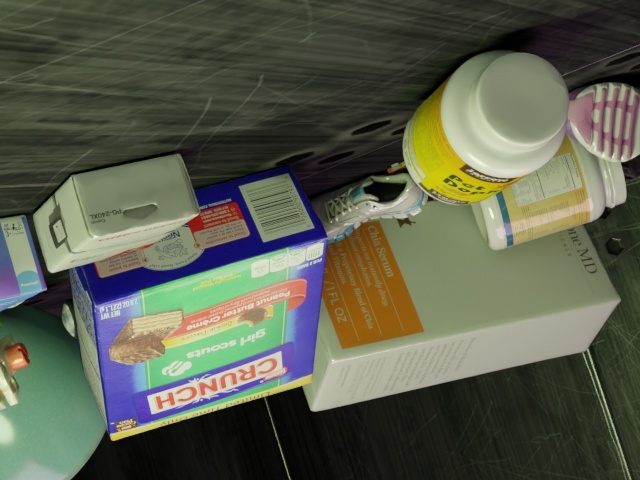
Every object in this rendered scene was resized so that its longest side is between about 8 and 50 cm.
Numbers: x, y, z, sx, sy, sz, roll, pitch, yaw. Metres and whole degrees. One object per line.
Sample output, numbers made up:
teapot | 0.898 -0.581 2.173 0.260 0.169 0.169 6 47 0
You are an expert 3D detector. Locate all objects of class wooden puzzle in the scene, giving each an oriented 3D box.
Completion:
wooden puzzle | 0.122 -0.103 1.811 0.083 0.006 0.049 -13 173 -40

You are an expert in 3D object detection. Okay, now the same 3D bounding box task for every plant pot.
plant pot | -0.451 0.194 1.828 0.290 0.290 0.195 -19 138 16

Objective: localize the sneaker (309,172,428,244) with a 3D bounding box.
sneaker | 0.045 -0.053 1.827 0.190 0.071 0.083 -20 162 8

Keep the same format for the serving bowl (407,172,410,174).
serving bowl | 0.125 -0.080 1.941 0.083 0.027 0.083 -17 175 -2

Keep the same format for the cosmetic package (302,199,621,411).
cosmetic package | 0.174 0.074 1.989 0.453 0.230 0.161 -11 150 -19

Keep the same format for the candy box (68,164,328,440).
candy box | -0.143 0.081 1.578 0.268 0.122 0.317 -16 149 -15

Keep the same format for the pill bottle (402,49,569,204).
pill bottle | 0.155 -0.106 1.269 0.117 0.117 0.215 -16 175 -12

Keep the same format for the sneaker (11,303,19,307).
sneaker | -0.408 0.071 1.746 0.083 0.032 0.037 -15 174 -33

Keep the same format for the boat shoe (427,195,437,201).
boat shoe | 0.201 -0.070 2.278 0.100 0.035 0.035 -13 -179 34

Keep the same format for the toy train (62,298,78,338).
toy train | -0.169 0.047 1.770 0.334 0.142 0.190 -16 165 -22

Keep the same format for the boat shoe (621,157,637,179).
boat shoe | 0.391 -0.112 2.124 0.285 0.092 0.103 -14 174 -35

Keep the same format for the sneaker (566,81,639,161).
sneaker | 0.368 -0.153 1.694 0.236 0.095 0.104 -1 -163 -41

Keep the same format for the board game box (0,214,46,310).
board game box | -0.465 0.068 1.258 0.347 0.078 0.233 -12 173 -46

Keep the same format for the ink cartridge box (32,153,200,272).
ink cartridge box | -0.192 -0.025 1.268 0.109 0.063 0.150 -14 174 -28

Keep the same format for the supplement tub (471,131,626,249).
supplement tub | 0.311 -0.080 1.906 0.199 0.144 0.144 -17 175 0

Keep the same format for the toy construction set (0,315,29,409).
toy construction set | -0.500 0.139 1.618 0.327 0.151 0.215 -7 175 3
